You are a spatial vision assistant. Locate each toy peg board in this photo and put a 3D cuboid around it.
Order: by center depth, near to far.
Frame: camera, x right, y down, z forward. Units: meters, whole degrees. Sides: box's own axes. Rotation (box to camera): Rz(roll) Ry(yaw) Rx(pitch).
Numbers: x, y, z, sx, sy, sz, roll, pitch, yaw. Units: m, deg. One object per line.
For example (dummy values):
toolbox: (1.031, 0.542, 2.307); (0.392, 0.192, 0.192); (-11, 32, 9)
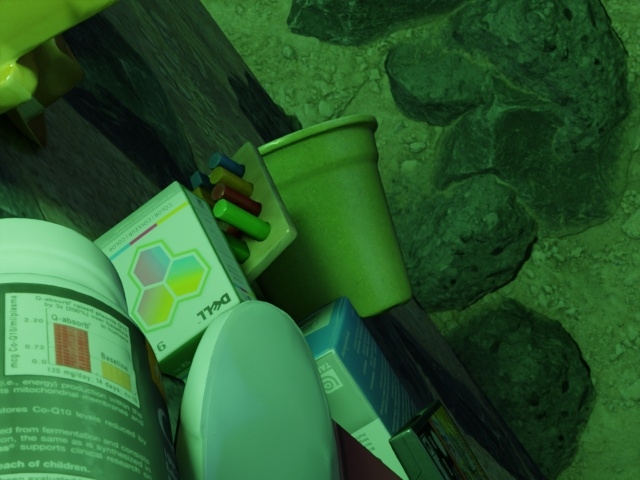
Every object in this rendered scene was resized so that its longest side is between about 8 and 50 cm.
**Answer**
toy peg board: (-0.126, -0.018, 1.148); (0.079, 0.161, 0.160); (29, 24, -40)

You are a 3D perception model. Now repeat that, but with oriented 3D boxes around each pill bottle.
pill bottle: (-0.153, 0.117, 0.539); (0.162, 0.162, 0.278); (47, 12, -35)

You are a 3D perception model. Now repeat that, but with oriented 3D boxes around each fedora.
fedora: (-0.289, -0.187, 1.061); (0.194, 0.079, 0.194); (154, -90, -89)

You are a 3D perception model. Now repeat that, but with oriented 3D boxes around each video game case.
video game case: (0.175, 0.315, 1.171); (0.275, 0.035, 0.248); (59, 11, 8)

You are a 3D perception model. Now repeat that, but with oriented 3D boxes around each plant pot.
plant pot: (0.000, 0.000, 1.459); (0.254, 0.276, 0.276); (67, 11, 7)

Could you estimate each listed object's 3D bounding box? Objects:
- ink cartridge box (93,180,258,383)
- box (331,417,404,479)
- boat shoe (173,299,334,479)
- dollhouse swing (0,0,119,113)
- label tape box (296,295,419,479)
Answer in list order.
ink cartridge box: (-0.125, 0.059, 1.012); (0.209, 0.109, 0.062); (60, 12, 28)
box: (-0.008, 0.239, 0.794); (0.232, 0.148, 0.127); (46, 24, -39)
boat shoe: (-0.060, 0.188, 0.623); (0.113, 0.105, 0.306); (18, 60, -44)
dollhouse swing: (-0.312, -0.299, 0.777); (0.347, 0.305, 0.315); (42, 16, -47)
label tape box: (0.070, 0.259, 1.251); (0.348, 0.115, 0.249); (59, 9, -6)
